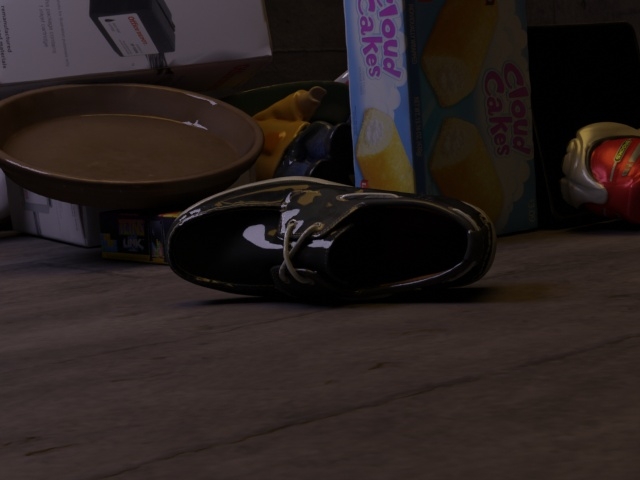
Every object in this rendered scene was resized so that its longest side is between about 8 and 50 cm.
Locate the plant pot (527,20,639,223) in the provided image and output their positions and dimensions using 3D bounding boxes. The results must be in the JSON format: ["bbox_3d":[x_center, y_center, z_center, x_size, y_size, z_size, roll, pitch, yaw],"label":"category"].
[{"bbox_3d":[0.216,-0.105,1.320,0.188,0.187,0.167,-10,-4,-41],"label":"plant pot"}]

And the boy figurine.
[{"bbox_3d":[-0.055,-0.110,1.539,0.285,0.177,0.092,21,-13,48],"label":"boy figurine"}]

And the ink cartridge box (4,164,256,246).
[{"bbox_3d":[-0.227,-0.071,1.500,0.207,0.117,0.283,-9,8,-27],"label":"ink cartridge box"}]

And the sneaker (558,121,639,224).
[{"bbox_3d":[0.350,-0.056,1.216,0.279,0.107,0.118,-12,28,-34],"label":"sneaker"}]

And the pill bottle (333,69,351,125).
[{"bbox_3d":[0.096,-0.192,2.037,0.108,0.180,0.108,-38,3,2],"label":"pill bottle"}]

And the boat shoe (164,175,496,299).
[{"bbox_3d":[0.000,0.000,0.887,0.233,0.084,0.079,0,7,13],"label":"boat shoe"}]

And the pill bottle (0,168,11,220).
[{"bbox_3d":[-0.376,-0.111,1.744,0.160,0.160,0.283,-2,4,23],"label":"pill bottle"}]

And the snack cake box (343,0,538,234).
[{"bbox_3d":[0.110,-0.133,1.179,0.152,0.264,0.089,-9,9,-35],"label":"snack cake box"}]

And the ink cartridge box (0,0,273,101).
[{"bbox_3d":[-0.233,-0.233,1.487,0.307,0.129,0.223,-8,0,-17],"label":"ink cartridge box"}]

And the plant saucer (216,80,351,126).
[{"bbox_3d":[-0.099,-0.141,1.774,0.318,0.043,0.317,-15,-9,-2],"label":"plant saucer"}]

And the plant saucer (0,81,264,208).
[{"bbox_3d":[-0.194,-0.094,1.270,0.278,0.041,0.278,5,24,-2],"label":"plant saucer"}]

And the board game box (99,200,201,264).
[{"bbox_3d":[-0.100,-0.014,1.231,0.170,0.048,0.141,-10,10,-40],"label":"board game box"}]

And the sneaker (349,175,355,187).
[{"bbox_3d":[0.115,-0.101,1.527,0.300,0.121,0.111,-1,7,25],"label":"sneaker"}]
